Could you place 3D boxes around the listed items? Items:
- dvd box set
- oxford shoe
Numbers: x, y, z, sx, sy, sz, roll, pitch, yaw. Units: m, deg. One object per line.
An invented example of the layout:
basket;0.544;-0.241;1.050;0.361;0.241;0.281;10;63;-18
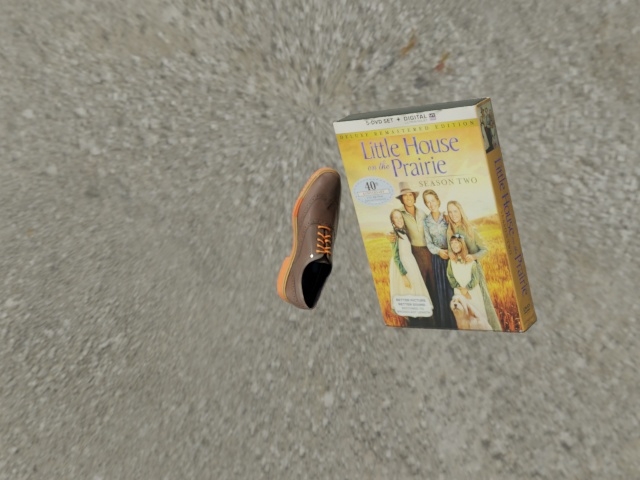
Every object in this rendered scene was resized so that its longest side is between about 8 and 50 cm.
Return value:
dvd box set;0.205;-0.036;1.716;0.308;0.062;0.420;-1;112;39
oxford shoe;0.000;0.000;1.779;0.097;0.098;0.271;8;100;-31
